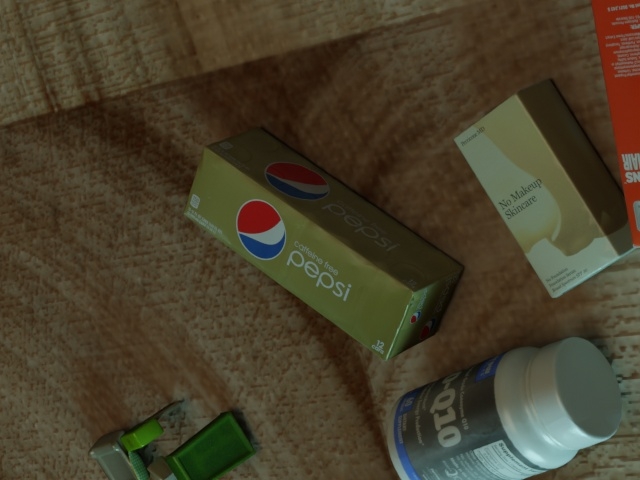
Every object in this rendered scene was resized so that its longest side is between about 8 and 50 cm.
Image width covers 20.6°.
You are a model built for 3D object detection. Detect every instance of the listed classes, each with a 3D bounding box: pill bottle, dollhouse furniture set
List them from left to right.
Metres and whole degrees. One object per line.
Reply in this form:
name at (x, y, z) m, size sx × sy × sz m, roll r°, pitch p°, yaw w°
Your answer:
dollhouse furniture set at (-0.113, 0.164, 1.326) m, size 0.076 × 0.058 × 0.151 m, roll 58°, pitch 150°, yaw -3°
pill bottle at (0.114, 0.111, 1.092) m, size 0.137 × 0.078 × 0.078 m, roll -27°, pitch 88°, yaw 40°

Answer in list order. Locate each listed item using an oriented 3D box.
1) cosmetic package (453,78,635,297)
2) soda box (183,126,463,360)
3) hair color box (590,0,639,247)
cosmetic package at (0.137, -0.031, 1.047) m, size 0.060 × 0.041 × 0.115 m, roll -38°, pitch 81°, yaw 40°
soda box at (0.000, 0.000, 1.152) m, size 0.181 × 0.061 × 0.058 m, roll 35°, pitch 123°, yaw 24°
hair color box at (0.196, -0.089, 0.946) m, size 0.053 × 0.093 × 0.167 m, roll -4°, pitch 103°, yaw 40°
